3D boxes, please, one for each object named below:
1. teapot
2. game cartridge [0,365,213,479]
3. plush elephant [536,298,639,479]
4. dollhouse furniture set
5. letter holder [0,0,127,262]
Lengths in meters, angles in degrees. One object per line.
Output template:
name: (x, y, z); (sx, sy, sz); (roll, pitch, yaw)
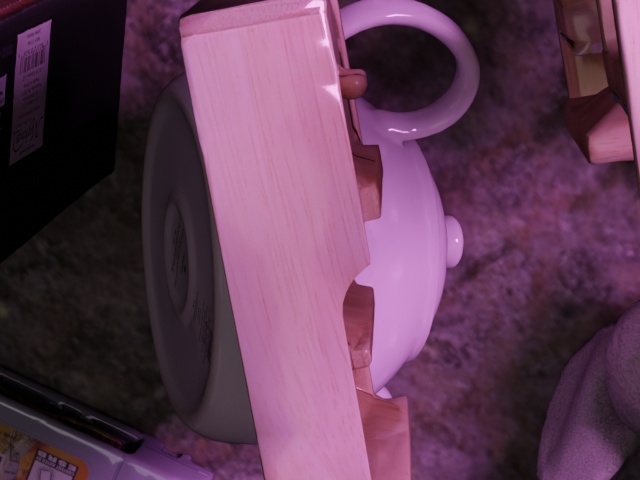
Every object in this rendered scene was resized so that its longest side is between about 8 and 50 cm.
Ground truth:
teapot: (0.000, 0.000, 1.162); (0.187, 0.256, 0.253); (-4, 85, -16)
game cartridge: (-0.245, 0.188, 1.342); (0.297, 0.062, 0.198); (24, 105, 3)
plush elephant: (0.267, 0.128, 1.141); (0.330, 0.272, 0.255); (7, 69, -23)
dollhouse furniture set: (0.152, -0.024, 0.924); (0.394, 0.362, 0.256); (-9, 102, 4)
letter holder: (-0.264, -0.092, 1.131); (0.214, 0.302, 0.152); (9, 107, 9)
